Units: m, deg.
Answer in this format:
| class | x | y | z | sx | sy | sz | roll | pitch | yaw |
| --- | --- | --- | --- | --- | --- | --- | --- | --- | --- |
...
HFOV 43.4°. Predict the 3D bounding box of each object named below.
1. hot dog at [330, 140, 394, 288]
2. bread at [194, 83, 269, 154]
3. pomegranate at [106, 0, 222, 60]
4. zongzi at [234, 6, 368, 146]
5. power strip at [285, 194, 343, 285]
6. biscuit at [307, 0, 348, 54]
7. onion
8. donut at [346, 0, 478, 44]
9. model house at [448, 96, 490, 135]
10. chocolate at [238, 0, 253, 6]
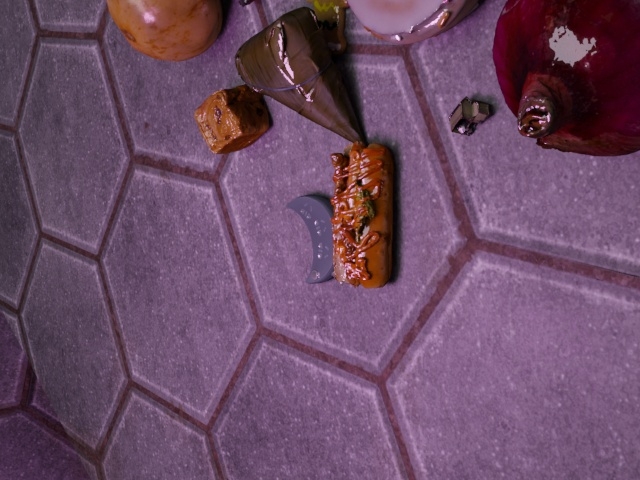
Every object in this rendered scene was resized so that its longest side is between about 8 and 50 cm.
| class | x | y | z | sx | sy | sz | roll | pitch | yaw |
| --- | --- | --- | --- | --- | --- | --- | --- | --- | --- |
| hot dog | 0.089 | -0.056 | 1.862 | 0.158 | 0.117 | 0.349 | 10 | 102 | 45 |
| bread | -0.233 | -0.323 | 2.147 | 0.158 | 0.143 | 0.149 | -27 | 82 | 45 |
| pomegranate | -0.402 | -0.654 | 2.187 | 0.342 | 0.342 | 0.343 | 8 | 101 | 46 |
| zongzi | -0.046 | -0.362 | 1.981 | 0.360 | 0.160 | 0.323 | 56 | 158 | -13 |
| power strip | 0.000 | 0.000 | 2.008 | 0.167 | 0.054 | 0.253 | -28 | 74 | 45 |
| biscuit | 0.017 | -0.571 | 1.932 | 0.158 | 0.035 | 0.240 | 18 | 108 | 41 |
| onion | 0.417 | -0.271 | 1.291 | 0.347 | 0.385 | 0.348 | 26 | 138 | 26 |
| donut | 0.199 | -0.592 | 1.659 | 0.382 | 0.142 | 0.383 | 6 | 99 | 46 |
| model house | 0.306 | -0.264 | 1.661 | 0.083 | 0.057 | 0.058 | 121 | 154 | -56 |
| chocolate | -0.225 | -0.775 | 2.141 | 0.102 | 0.065 | 0.329 | -31 | 73 | 29 |
